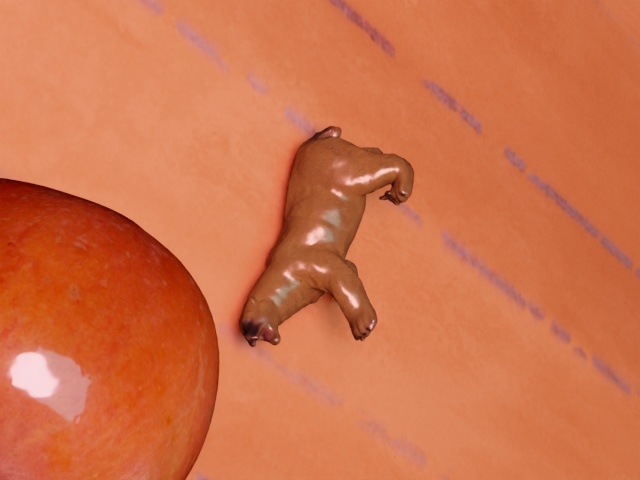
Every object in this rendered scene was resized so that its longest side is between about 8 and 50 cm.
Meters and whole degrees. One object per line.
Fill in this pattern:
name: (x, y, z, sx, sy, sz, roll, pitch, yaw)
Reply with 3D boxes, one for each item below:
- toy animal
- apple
toy animal: (0.000, 0.000, 1.178, 0.101, 0.103, 0.219, 22, 73, -19)
apple: (-0.185, 0.076, 0.905, 0.253, 0.253, 0.254, 5, 83, -42)
